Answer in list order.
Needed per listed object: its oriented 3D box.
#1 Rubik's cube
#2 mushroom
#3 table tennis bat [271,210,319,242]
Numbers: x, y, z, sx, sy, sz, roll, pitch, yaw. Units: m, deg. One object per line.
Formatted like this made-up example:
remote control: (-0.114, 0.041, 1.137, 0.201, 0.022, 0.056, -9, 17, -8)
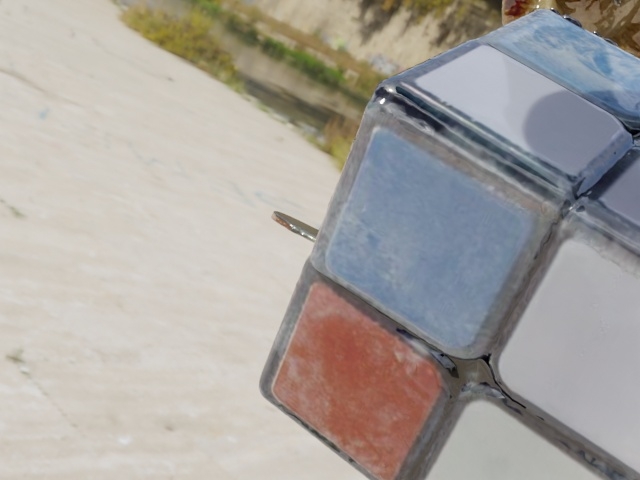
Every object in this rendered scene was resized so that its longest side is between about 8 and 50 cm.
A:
Rubik's cube: (0.185, 0.038, 0.796, 0.316, 0.313, 0.318, 35, 37, 19)
mushroom: (0.446, -0.391, 1.627, 0.331, 0.334, 0.356, 39, 26, 11)
table tennis bat: (0.000, 0.000, 1.315, 0.130, 0.019, 0.220, 26, 4, -17)
